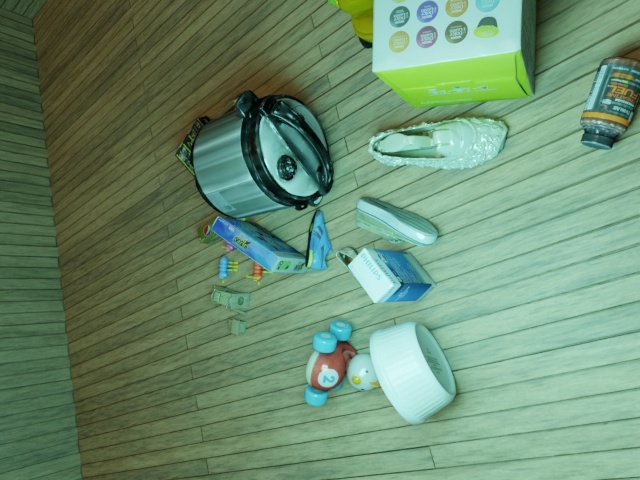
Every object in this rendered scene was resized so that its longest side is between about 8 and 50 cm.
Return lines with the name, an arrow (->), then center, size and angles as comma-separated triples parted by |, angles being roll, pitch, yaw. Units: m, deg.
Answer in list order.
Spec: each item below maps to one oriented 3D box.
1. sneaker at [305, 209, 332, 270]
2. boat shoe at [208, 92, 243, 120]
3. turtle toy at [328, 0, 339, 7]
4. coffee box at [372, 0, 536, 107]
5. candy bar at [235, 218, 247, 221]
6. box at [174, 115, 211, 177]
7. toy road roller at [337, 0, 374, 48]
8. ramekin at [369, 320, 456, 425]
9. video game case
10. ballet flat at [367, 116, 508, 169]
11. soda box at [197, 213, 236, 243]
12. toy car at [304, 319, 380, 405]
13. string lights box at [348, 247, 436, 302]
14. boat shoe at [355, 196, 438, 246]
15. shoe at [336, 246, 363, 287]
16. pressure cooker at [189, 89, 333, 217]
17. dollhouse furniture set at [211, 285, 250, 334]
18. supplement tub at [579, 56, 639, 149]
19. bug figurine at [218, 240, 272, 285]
sneaker -> 0.000, 0.000, 1.731 | 0.069, 0.082, 0.209 | 128, 150, -68
boat shoe -> -0.373, -0.424, 2.002 | 0.355, 0.132, 0.130 | -36, 66, 32
turtle toy -> 0.072, -0.853, 1.729 | 0.130, 0.066, 0.095 | -43, 85, 24
coffee box -> 0.348, -0.548, 1.287 | 0.337, 0.338, 0.335 | 1, 88, 27
candy bar -> -0.283, -0.099, 1.947 | 0.161, 0.018, 0.040 | -44, 61, -3
box -> -0.419, -0.310, 1.987 | 0.270, 0.060, 0.216 | 48, 128, 3
toy road roller -> 0.174, -0.762, 1.533 | 0.202, 0.240, 0.330 | -3, 85, 37
ramekin -> 0.256, 0.342, 1.380 | 0.127, 0.273, 0.273 | -32, 67, 19
video game case -> -0.193, 0.016, 1.724 | 0.269, 0.244, 0.061 | 33, 98, 22
ballet flat -> 0.312, -0.272, 1.458 | 0.408, 0.147, 0.147 | 0, 86, 37
soda box -> -0.412, -0.051, 2.048 | 0.181, 0.058, 0.061 | -29, 69, 32
toy car -> 0.097, 0.394, 1.544 | 0.238, 0.210, 0.219 | 15, 107, 25
string lights box -> 0.206, 0.098, 1.429 | 0.077, 0.259, 0.133 | -49, 59, 24
boat shoe -> 0.223, -0.042, 1.541 | 0.302, 0.109, 0.094 | 33, 122, 44
shoe -> 0.128, 0.103, 1.616 | 0.219, 0.058, 0.077 | 47, 114, 31
pressure cooker -> -0.168, -0.270, 1.682 | 0.420, 0.369, 0.376 | -10, 84, 40
dollhouse furniture set -> -0.377, 0.267, 1.969 | 0.181, 0.101, 0.161 | 7, 91, 38
supplement tub -> 0.677, -0.316, 1.195 | 0.106, 0.106, 0.198 | 22, 100, 37
bug figurine -> -0.301, 0.059, 1.945 | 0.279, 0.072, 0.216 | -1, 86, 38
